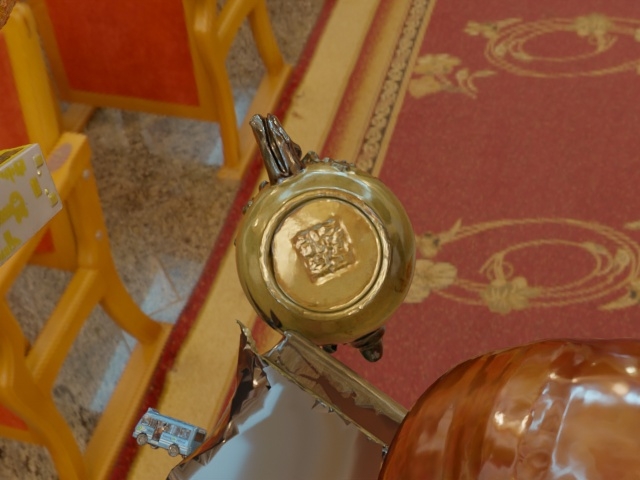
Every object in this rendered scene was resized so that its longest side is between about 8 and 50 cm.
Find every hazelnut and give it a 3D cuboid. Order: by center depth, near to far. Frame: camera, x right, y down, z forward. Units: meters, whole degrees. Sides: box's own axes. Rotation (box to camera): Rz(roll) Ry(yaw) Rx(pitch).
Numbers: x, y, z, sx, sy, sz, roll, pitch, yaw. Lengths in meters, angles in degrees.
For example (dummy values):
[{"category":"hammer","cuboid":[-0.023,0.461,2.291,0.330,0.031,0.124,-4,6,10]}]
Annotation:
[{"category":"hazelnut","cuboid":[0.129,0.147,0.424,0.210,0.186,0.210,-23,55,38]}]

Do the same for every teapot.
[{"category":"teapot","cuboid":[0.000,0.000,0.845,0.173,0.182,0.270,-26,89,2]}]

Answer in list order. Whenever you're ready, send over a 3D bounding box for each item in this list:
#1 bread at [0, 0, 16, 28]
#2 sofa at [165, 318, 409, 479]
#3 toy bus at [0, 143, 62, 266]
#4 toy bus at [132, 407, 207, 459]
[{"category":"bread","cuboid":[-0.392,-0.304,0.921,0.139,0.095,0.269,22,80,-23]},{"category":"sofa","cuboid":[-0.030,0.217,0.648,0.200,0.182,0.258,32,81,26]},{"category":"toy bus","cuboid":[-0.292,-0.012,0.707,0.074,0.081,0.226,-11,19,9]},{"category":"toy bus","cuboid":[-0.182,0.235,1.027,0.083,0.038,0.046,12,75,25]}]
